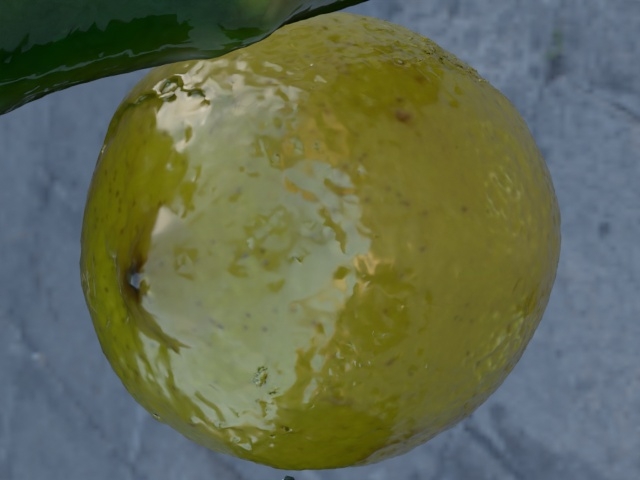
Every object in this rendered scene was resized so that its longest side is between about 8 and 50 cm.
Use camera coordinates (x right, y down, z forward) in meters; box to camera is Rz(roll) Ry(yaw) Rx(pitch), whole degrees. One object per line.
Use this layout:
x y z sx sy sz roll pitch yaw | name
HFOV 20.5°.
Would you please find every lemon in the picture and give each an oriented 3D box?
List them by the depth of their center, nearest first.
-0.001 0.000 1.031 0.293 0.293 0.293 4 95 57 | lemon

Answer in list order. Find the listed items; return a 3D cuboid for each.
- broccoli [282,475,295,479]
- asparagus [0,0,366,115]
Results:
0.035 0.312 1.055 0.334 0.324 0.272 83 -161 -44 | broccoli
-0.104 -0.055 0.404 0.082 0.343 0.085 47 142 38 | asparagus
